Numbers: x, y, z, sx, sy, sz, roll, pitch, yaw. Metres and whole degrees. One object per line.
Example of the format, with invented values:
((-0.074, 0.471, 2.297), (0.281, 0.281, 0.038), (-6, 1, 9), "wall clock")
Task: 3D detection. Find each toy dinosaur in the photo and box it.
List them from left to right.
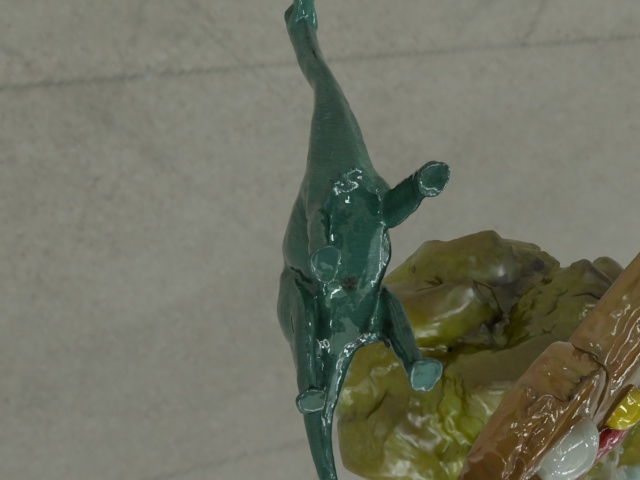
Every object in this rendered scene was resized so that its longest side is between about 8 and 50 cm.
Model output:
((0.000, 0.000, 1.281), (0.129, 0.331, 0.383), (2, 113, -18), "toy dinosaur")

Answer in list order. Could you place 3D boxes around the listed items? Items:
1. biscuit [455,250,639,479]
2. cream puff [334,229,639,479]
((0.109, 0.101, 0.694), (0.339, 0.047, 0.216), (-45, 161, -26), "biscuit")
((0.207, 0.129, 1.543), (0.378, 0.378, 0.275), (-10, 144, -32), "cream puff")
